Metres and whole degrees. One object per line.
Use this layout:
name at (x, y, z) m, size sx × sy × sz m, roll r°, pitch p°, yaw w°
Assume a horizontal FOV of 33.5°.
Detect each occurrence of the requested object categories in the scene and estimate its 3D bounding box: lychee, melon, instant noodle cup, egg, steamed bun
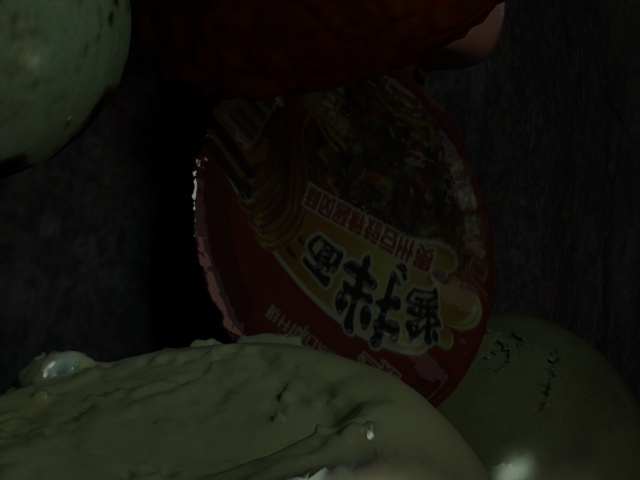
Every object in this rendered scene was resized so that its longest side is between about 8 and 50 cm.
lychee at (0.008, -0.213, 0.604) m, size 0.255 × 0.255 × 0.300 m, roll 3°, pitch 127°, yaw -57°
melon at (0.127, 0.196, 0.846) m, size 0.330 × 0.268 × 0.269 m, roll -32°, pitch 121°, yaw -52°
instant noodle cup at (0.000, 0.000, 0.750) m, size 0.274 × 0.090 × 0.274 m, roll 10°, pitch 75°, yaw -39°
egg at (-0.165, -0.100, 0.443) m, size 0.231 × 0.169 × 0.169 m, roll 0°, pitch 95°, yaw -71°
steamed bun at (-0.076, 0.208, 0.555) m, size 0.333 × 0.233 × 0.312 m, roll 0°, pitch 104°, yaw -19°

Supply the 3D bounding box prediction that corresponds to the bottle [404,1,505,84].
bottle at (0.082, -0.275, 0.812) m, size 0.206 × 0.173 × 0.297 m, roll 140°, pitch -44°, yaw -88°
